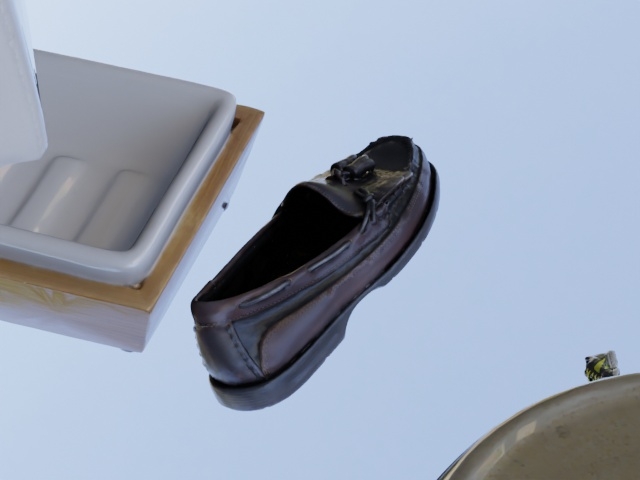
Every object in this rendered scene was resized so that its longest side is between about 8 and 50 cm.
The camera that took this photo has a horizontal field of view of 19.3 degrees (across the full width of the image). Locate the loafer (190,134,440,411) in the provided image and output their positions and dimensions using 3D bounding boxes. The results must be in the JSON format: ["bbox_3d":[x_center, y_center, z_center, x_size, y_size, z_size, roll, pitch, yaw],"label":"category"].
[{"bbox_3d":[0.000,0.000,1.429,0.109,0.095,0.302,-3,-144,36],"label":"loafer"}]

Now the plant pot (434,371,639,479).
[{"bbox_3d":[0.108,0.151,0.552,0.284,0.191,0.284,-9,-148,6],"label":"plant pot"}]

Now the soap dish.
[{"bbox_3d":[-0.215,-0.037,1.454,0.290,0.118,0.229,12,-133,16],"label":"soap dish"}]

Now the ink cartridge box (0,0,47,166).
[{"bbox_3d":[-0.144,-0.161,0.329,0.117,0.283,0.207,-15,-148,-4],"label":"ink cartridge box"}]

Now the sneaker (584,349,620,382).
[{"bbox_3d":[0.288,0.140,1.916,0.035,0.031,0.083,-8,-160,6],"label":"sneaker"}]
